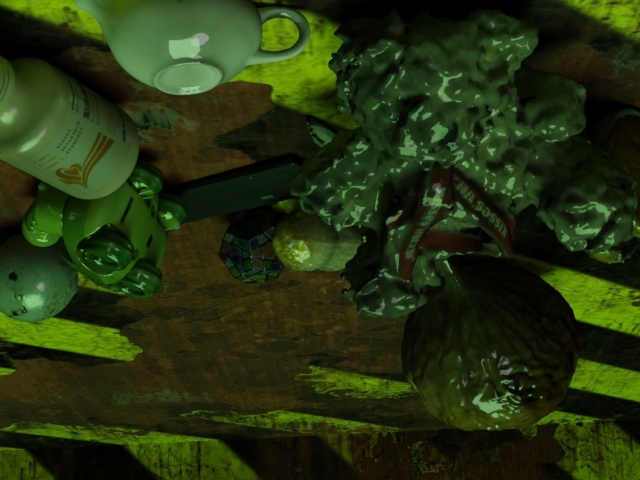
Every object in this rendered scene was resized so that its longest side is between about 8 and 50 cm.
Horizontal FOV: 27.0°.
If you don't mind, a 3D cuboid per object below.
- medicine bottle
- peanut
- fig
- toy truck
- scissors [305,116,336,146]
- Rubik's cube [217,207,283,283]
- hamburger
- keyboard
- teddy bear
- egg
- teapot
[{"bbox_3d":[-0.300,-0.130,1.395,0.114,0.114,0.252,-12,158,24],"label":"medicine bottle"},{"bbox_3d":[0.000,0.000,1.807,0.087,0.087,0.207,-10,176,21],"label":"peanut"},{"bbox_3d":[0.238,0.120,2.046,0.286,0.286,0.368,-10,136,20],"label":"fig"},{"bbox_3d":[-0.286,-0.028,1.673,0.211,0.148,0.187,18,159,4],"label":"toy truck"},{"bbox_3d":[0.050,-0.095,1.682,0.109,0.022,0.300,-15,157,21],"label":"scissors"},{"bbox_3d":[-0.088,0.009,1.851,0.093,0.111,0.111,-36,151,14],"label":"Rubik's cube"},{"bbox_3d":[0.345,-0.071,1.588,0.113,0.177,0.185,-24,108,47],"label":"hamburger"},{"bbox_3d":[-0.081,-0.065,1.728,0.381,0.041,0.103,-5,159,31],"label":"keyboard"},{"bbox_3d":[0.122,-0.097,1.415,0.357,0.224,0.367,-18,150,19],"label":"teddy bear"},{"bbox_3d":[-0.409,0.054,1.891,0.131,0.131,0.164,2,171,-12],"label":"egg"},{"bbox_3d":[-0.119,-0.194,1.282,0.226,0.092,0.145,0,162,-16],"label":"teapot"}]
